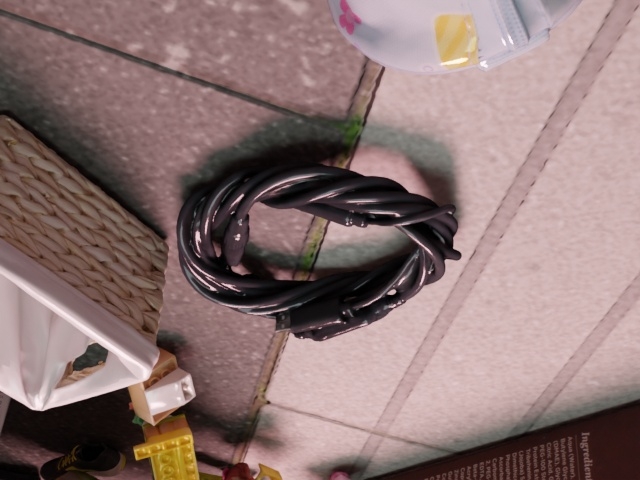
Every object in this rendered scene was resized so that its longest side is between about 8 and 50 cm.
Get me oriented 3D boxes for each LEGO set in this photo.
[{"bbox_3d":[-0.096,0.188,0.903,0.132,0.107,0.287,-44,123,4],"label":"LEGO set"}]

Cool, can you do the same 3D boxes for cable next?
[{"bbox_3d":[0.000,0.000,0.662,0.184,0.047,0.150,-22,130,36],"label":"cable"}]

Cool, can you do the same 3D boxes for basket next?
[{"bbox_3d":[-0.186,0.017,0.655,0.113,0.103,0.167,-19,135,30],"label":"basket"}]

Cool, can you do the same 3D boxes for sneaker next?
[{"bbox_3d":[-0.222,0.201,0.968,0.083,0.031,0.035,-13,134,10],"label":"sneaker"}]

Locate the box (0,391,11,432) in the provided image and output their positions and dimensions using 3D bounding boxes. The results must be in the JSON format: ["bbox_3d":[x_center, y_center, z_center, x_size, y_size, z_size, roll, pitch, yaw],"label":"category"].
[{"bbox_3d":[-0.313,0.145,0.812,0.126,0.137,0.072,18,142,-15],"label":"box"}]

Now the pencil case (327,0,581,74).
[{"bbox_3d":[0.024,-0.182,0.347,0.113,0.124,0.273,-37,141,-9],"label":"pencil case"}]

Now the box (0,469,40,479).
[{"bbox_3d":[-0.392,0.294,0.987,0.220,0.175,0.051,11,150,-5],"label":"box"}]

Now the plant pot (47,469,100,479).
[{"bbox_3d":[-0.219,0.319,0.851,0.228,0.207,0.227,-28,-176,-19],"label":"plant pot"}]

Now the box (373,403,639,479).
[{"bbox_3d":[0.186,0.278,0.920,0.381,0.143,0.191,-27,132,34],"label":"box"}]
